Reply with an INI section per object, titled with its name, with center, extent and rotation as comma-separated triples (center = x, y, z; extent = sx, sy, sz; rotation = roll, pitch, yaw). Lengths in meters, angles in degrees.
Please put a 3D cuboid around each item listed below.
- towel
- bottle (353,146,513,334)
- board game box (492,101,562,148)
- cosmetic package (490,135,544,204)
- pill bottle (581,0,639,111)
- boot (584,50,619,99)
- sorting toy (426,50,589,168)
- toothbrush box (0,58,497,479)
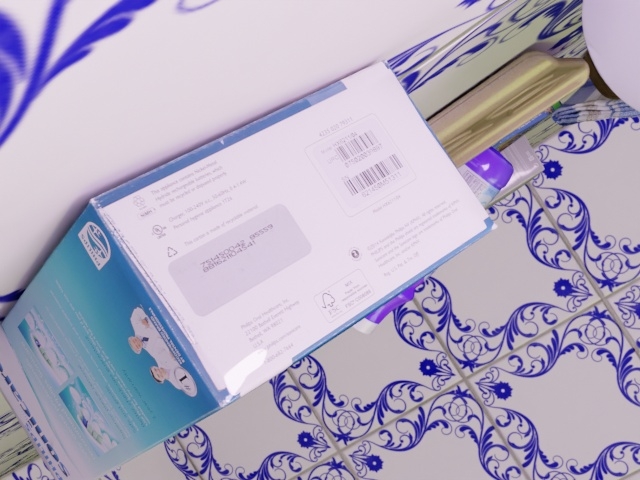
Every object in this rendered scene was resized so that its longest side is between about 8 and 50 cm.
[towel]
center = 0.450, -0.236, 1.402
extent = 0.209, 0.034, 0.285
rotation = -44, -166, -15
[bottle]
center = 0.124, -0.008, 1.320
extent = 0.283, 0.092, 0.118
rotation = -52, 170, 10
[board game box]
center = 0.259, -0.150, 1.587
extent = 0.136, 0.035, 0.201
rotation = -30, 176, -28
[cosmetic package]
center = 0.246, -0.090, 1.770
extent = 0.238, 0.107, 0.127
rotation = -29, 176, -1
[pill bottle]
center = 0.304, -0.182, 0.688
extent = 0.272, 0.152, 0.152
rotation = -30, 176, -24
[boot]
center = 0.427, -0.258, 1.296
extent = 0.165, 0.077, 0.213
rotation = -34, 176, -11
[sorting toy]
center = 0.208, -0.160, 1.091
extent = 0.307, 0.041, 0.229
rotation = -34, 171, 23
[toothbrush box]
center = -0.068, 0.036, 0.673
extent = 0.216, 0.126, 0.295
rotation = -31, 175, -34
